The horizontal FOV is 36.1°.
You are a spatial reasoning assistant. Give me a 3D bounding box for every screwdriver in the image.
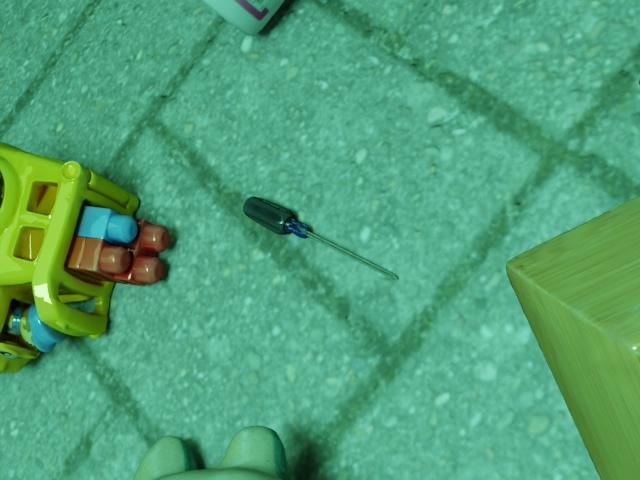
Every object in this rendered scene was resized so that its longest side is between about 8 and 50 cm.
[{"bbox_3d":[0.000,0.000,0.828,0.170,0.025,0.024,27,87,30],"label":"screwdriver"}]

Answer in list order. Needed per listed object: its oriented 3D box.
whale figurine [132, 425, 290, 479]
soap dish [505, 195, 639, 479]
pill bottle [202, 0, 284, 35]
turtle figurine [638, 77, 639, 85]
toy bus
[{"bbox_3d":[-0.071,0.242,0.722,0.216,0.141,0.272,-64,27,-4],"label":"whale figurine"},{"bbox_3d":[0.265,0.052,0.453,0.290,0.229,0.118,-26,18,4],"label":"soap dish"},{"bbox_3d":[-0.034,-0.344,0.895,0.283,0.160,0.160,-49,52,7],"label":"pill bottle"},{"bbox_3d":[0.292,-0.077,0.597,0.175,0.118,0.234,-4,60,-11],"label":"turtle figurine"},{"bbox_3d":[-0.253,0.029,0.922,0.211,0.149,0.220,10,79,21],"label":"toy bus"}]
